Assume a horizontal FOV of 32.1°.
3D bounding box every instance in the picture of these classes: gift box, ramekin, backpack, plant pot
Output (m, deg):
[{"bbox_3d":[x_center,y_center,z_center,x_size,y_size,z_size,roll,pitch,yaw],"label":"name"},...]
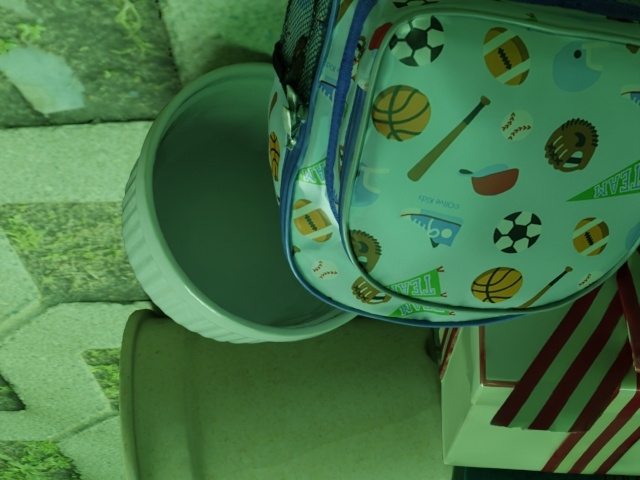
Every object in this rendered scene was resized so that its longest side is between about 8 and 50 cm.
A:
[{"bbox_3d":[0.200,0.055,0.882,0.276,0.255,0.258,-1,153,-4],"label":"gift box"},{"bbox_3d":[-0.051,-0.019,0.841,0.207,0.207,0.109,18,158,-23],"label":"ramekin"},{"bbox_3d":[0.090,-0.069,0.668,0.277,0.213,0.263,10,129,-9],"label":"backpack"},{"bbox_3d":[-0.015,0.208,1.163,0.305,0.333,0.334,-11,149,3],"label":"plant pot"}]

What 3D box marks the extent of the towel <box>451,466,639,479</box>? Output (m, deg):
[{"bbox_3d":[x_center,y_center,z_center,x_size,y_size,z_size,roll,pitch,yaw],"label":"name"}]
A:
[{"bbox_3d":[0.312,0.170,1.019,0.370,0.271,0.040,5,134,11],"label":"towel"}]
